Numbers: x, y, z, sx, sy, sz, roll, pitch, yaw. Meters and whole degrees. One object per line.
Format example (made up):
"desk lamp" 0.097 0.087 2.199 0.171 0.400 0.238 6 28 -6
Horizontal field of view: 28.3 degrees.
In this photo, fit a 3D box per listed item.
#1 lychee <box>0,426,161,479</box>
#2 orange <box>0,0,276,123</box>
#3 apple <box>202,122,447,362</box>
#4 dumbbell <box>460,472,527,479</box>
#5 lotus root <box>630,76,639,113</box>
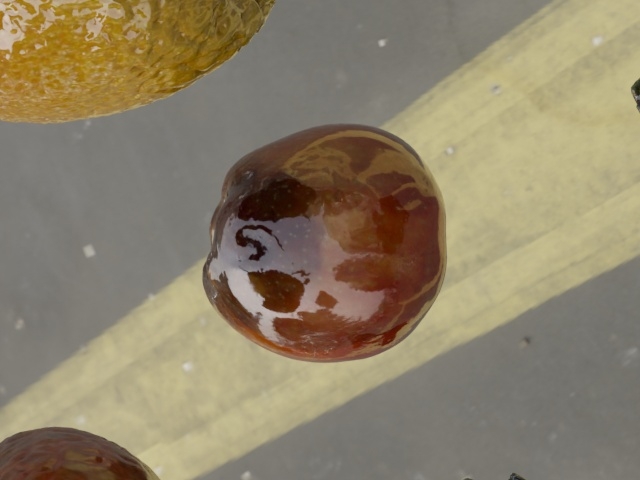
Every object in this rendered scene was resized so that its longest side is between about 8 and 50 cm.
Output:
"lychee" -0.217 0.259 0.967 0.300 0.255 0.255 27 138 -14
"orange" -0.203 -0.244 0.948 0.356 0.322 0.322 12 120 14
"apple" 0.000 0.000 1.155 0.230 0.230 0.230 22 123 37
"dumbbell" 0.154 0.363 1.356 0.110 0.255 0.110 30 169 6
"lotus root" 0.372 -0.095 0.891 0.260 0.149 0.267 -42 63 23
